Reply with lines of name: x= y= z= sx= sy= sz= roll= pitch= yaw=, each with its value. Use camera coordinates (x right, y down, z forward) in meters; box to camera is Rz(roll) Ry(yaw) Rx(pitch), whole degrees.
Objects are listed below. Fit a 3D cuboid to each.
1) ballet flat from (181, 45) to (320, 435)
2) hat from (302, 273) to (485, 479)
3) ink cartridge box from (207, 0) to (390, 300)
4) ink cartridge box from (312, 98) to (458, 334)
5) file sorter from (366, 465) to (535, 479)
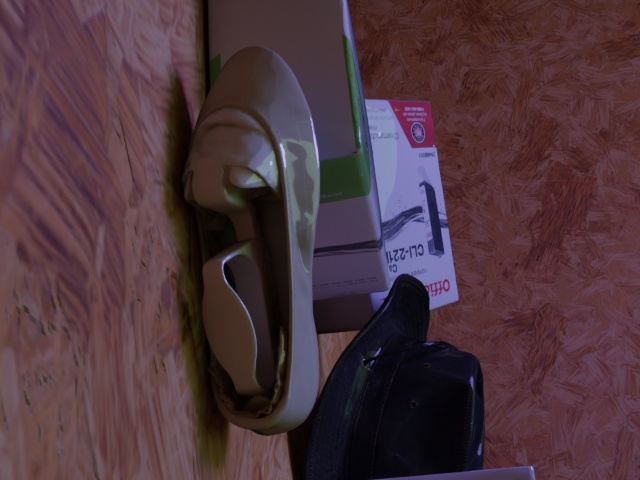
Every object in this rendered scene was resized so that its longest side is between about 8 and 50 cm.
ballet flat: x=-0.044 y=-0.005 z=0.466 sx=0.086 sy=0.086 sz=0.248 roll=38 pitch=45 yaw=-83
hat: x=0.109 y=0.208 z=0.824 sx=0.331 sy=0.134 sz=0.331 roll=-42 pitch=138 yaw=-52
ink cartridge box: x=-0.011 y=-0.083 z=0.696 sx=0.273 sy=0.115 sz=0.198 roll=70 pitch=13 yaw=-64
ink cartridge box: x=0.062 y=-0.033 z=0.971 sx=0.197 sy=0.114 sz=0.272 roll=-11 pitch=94 yaw=-49
file sorter: x=0.075 y=0.312 z=0.599 sx=0.277 sy=0.193 sz=0.173 roll=74 pitch=11 yaw=-54
